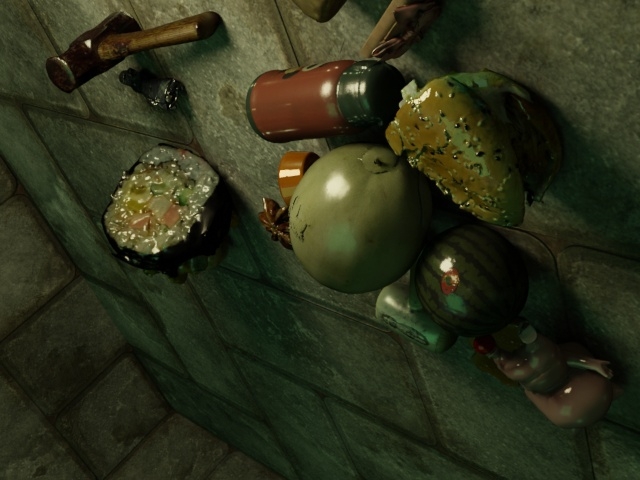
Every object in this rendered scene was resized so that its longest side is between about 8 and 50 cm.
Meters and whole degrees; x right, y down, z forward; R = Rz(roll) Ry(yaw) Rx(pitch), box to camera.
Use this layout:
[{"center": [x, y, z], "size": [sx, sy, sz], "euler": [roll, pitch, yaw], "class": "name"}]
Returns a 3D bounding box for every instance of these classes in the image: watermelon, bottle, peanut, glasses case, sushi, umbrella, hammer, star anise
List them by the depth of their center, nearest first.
[{"center": [0.131, -0.335, 1.250], "size": [0.070, 0.102, 0.193], "euler": [38, 152, -2], "class": "glasses case"}, {"center": [0.015, -0.255, 1.479], "size": [0.336, 0.144, 0.144], "euler": [5, 133, 48], "class": "bottle"}, {"center": [0.277, 0.072, 1.495], "size": [0.212, 0.212, 0.212], "euler": [33, 150, 22], "class": "watermelon"}, {"center": [-0.383, -0.425, 1.741], "size": [0.409, 0.242, 0.095], "euler": [1, 128, 35], "class": "hammer"}, {"center": [0.212, 0.103, 1.745], "size": [0.202, 0.113, 0.305], "euler": [25, 142, 27], "class": "hammer"}, {"center": [-0.418, -0.373, 1.982], "size": [0.224, 0.080, 0.071], "euler": [26, -178, 38], "class": "umbrella"}, {"center": [-0.097, -0.038, 2.009], "size": [0.168, 0.057, 0.167], "euler": [33, 152, 20], "class": "star anise"}, {"center": [-0.366, -0.045, 2.116], "size": [0.329, 0.327, 0.285], "euler": [12, 154, 25], "class": "sushi"}, {"center": [-0.376, -0.008, 2.359], "size": [0.253, 0.122, 0.137], "euler": [39, 160, 16], "class": "peanut"}]

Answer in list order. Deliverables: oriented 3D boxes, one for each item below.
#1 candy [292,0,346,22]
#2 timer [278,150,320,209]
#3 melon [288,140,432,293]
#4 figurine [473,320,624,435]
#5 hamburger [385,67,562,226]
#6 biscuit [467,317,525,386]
[{"center": [0.016, -0.449, 1.248], "size": [0.104, 0.102, 0.234], "euler": [42, 154, 5], "class": "candy"}, {"center": [0.007, -0.132, 1.703], "size": [0.152, 0.132, 0.132], "euler": [-5, 128, 28], "class": "timer"}, {"center": [0.074, -0.046, 1.539], "size": [0.268, 0.268, 0.330], "euler": [39, 145, 12], "class": "melon"}, {"center": [0.443, 0.242, 1.553], "size": [0.288, 0.186, 0.176], "euler": [32, 111, -17], "class": "figurine"}, {"center": [0.248, -0.161, 1.255], "size": [0.288, 0.167, 0.192], "euler": [41, 154, 8], "class": "hamburger"}, {"center": [0.394, 0.228, 1.734], "size": [0.166, 0.036, 0.225], "euler": [29, 146, 26], "class": "biscuit"}]
